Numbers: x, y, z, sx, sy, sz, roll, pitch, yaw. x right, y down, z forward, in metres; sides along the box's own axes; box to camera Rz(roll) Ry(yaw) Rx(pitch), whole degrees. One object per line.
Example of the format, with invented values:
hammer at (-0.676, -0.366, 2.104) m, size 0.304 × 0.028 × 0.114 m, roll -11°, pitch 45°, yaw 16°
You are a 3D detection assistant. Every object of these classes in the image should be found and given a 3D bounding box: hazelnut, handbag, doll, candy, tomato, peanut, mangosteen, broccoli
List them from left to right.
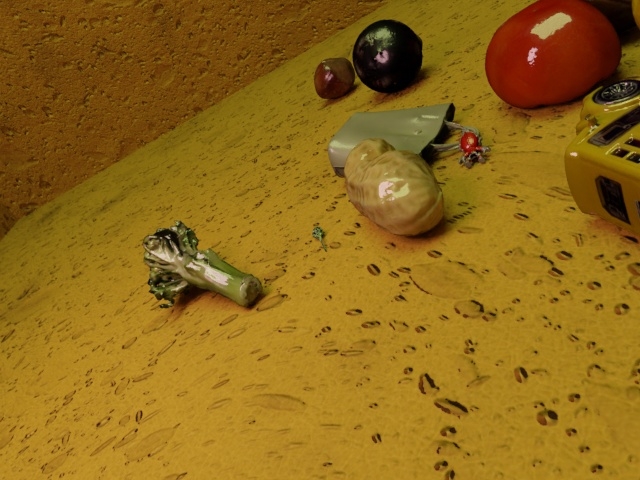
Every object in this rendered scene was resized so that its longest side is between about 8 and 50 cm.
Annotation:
broccoli at (-0.232, 0.065, 1.084) m, size 0.304 × 0.164 × 0.146 m, roll 17°, pitch 20°, yaw 40°
candy at (0.000, 0.000, 1.067) m, size 0.025 × 0.023 × 0.083 m, roll -22°, pitch 37°, yaw 1°
hazelnut at (0.049, -0.553, 1.846) m, size 0.143 × 0.143 × 0.154 m, roll -6°, pitch 28°, yaw 40°
peanut at (0.123, -0.103, 0.986) m, size 0.147 × 0.147 × 0.305 m, roll -33°, pitch 24°, yaw -4°
mangosteen at (0.215, -0.545, 1.602) m, size 0.211 × 0.211 × 0.250 m, roll -9°, pitch 3°, yaw 36°
handbag at (0.185, -0.231, 1.179) m, size 0.315 × 0.109 × 0.241 m, roll -3°, pitch 39°, yaw 38°
doll at (0.297, -0.186, 1.053) m, size 0.057 × 0.039 × 0.114 m, roll -52°, pitch 25°, yaw 39°
tomato at (0.452, -0.377, 1.066) m, size 0.260 × 0.180 × 0.259 m, roll -26°, pitch 27°, yaw 15°
hazelnut at (0.601, -0.517, 1.147) m, size 0.208 × 0.208 × 0.208 m, roll -24°, pitch 28°, yaw 14°

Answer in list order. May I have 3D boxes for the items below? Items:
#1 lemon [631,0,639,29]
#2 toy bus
lemon at (0.648, -0.412, 0.852) m, size 0.267 × 0.267 × 0.267 m, roll -24°, pitch 28°, yaw 14°
toy bus at (0.413, -0.081, 0.636) m, size 0.151 × 0.145 × 0.331 m, roll -33°, pitch 28°, yaw -1°
